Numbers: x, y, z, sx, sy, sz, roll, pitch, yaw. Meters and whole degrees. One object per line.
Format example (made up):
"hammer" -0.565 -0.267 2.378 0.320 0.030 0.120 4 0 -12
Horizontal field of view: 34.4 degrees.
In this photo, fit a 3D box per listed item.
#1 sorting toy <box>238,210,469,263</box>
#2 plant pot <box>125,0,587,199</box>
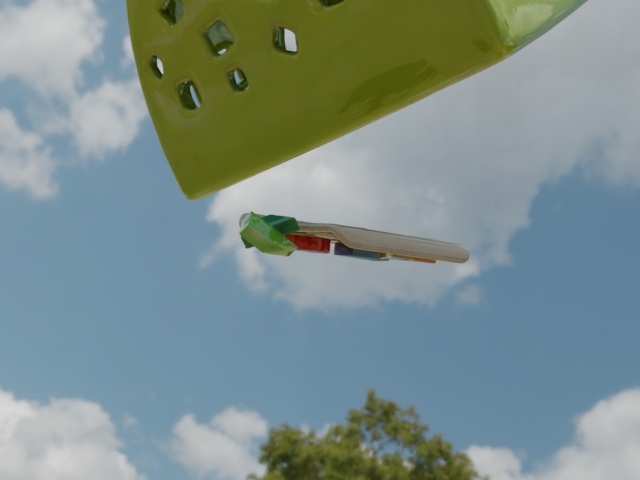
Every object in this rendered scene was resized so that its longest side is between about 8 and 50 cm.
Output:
"sorting toy" 0.000 0.000 0.343 0.083 0.012 0.062 8 1 -37
"plant pot" 0.007 -0.180 0.620 0.228 0.227 0.207 -23 -80 33
